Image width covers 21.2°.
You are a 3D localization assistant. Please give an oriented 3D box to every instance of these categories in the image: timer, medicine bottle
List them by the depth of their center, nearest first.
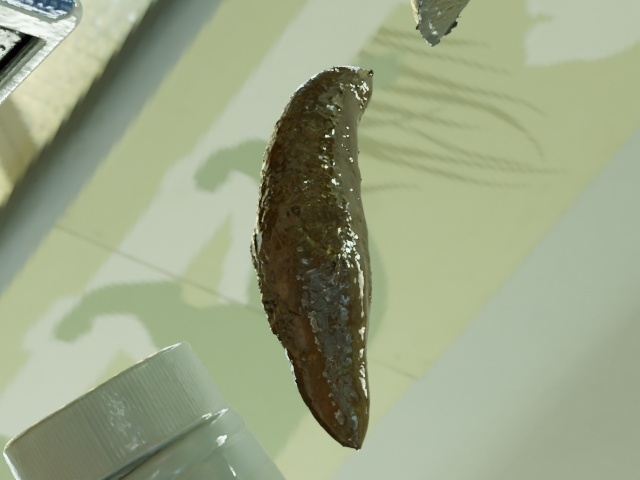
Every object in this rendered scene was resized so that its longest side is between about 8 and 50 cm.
[{"bbox_3d":[-0.102,0.260,1.441,0.190,0.190,0.332,-38,-94,32],"label":"medicine bottle"},{"bbox_3d":[-0.347,-0.159,1.528,0.253,0.178,0.078,-43,-109,15],"label":"timer"}]

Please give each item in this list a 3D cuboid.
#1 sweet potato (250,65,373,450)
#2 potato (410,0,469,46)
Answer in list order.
[{"bbox_3d":[-0.003,-0.003,1.384,0.092,0.114,0.341,-23,-123,39],"label":"sweet potato"},{"bbox_3d":[0.094,-0.242,1.357,0.172,0.100,0.089,-49,-115,37],"label":"potato"}]
